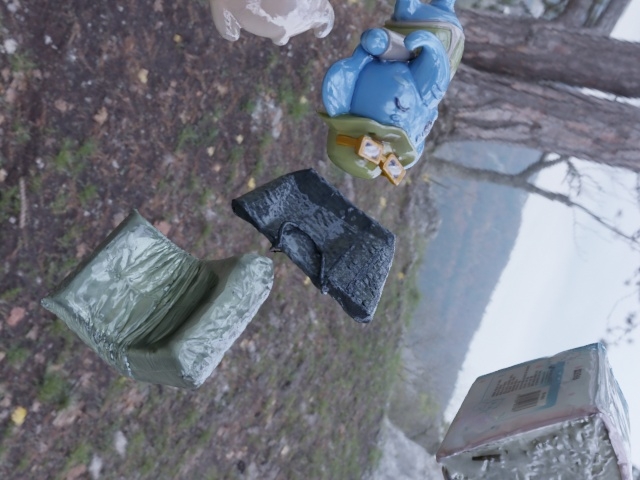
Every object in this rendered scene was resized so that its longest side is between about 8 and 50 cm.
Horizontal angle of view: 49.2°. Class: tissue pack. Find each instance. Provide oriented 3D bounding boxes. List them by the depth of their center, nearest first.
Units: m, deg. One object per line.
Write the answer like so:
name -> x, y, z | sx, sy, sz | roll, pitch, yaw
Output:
tissue pack -> 0.270, 0.232, 0.855 | 0.201, 0.124, 0.271 | -27, 177, 24

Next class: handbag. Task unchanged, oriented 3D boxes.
handbag -> 0.000, 0.000, 1.076 | 0.088, 0.270, 0.175 | -52, 176, 37

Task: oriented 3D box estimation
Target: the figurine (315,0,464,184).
figurine -> 0.090, -0.204, 0.892 | 0.180, 0.154, 0.261 | 1, 107, -70

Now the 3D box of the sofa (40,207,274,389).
sofa -> -0.212, 0.073, 0.955 | 0.210, 0.225, 0.176 | -52, 121, -33

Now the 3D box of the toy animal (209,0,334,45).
toy animal -> -0.088, -0.459, 1.039 | 0.278, 0.247, 0.344 | -9, 103, -50
